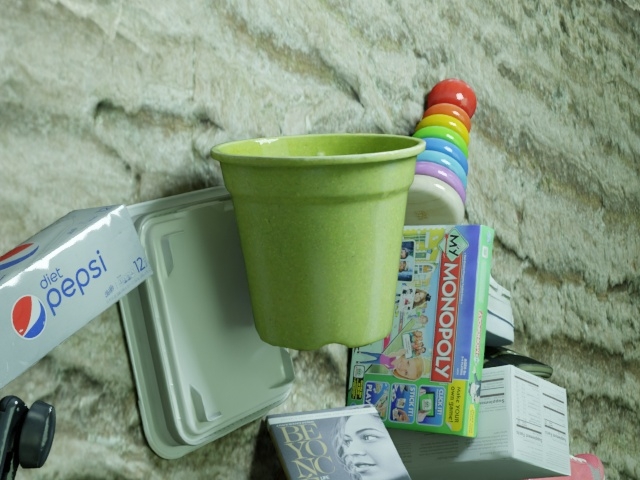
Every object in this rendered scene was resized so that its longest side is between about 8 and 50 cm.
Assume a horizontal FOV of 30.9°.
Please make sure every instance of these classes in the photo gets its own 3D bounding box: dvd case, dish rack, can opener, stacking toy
[{"bbox_3d":[0.031,0.307,1.585,0.165,0.221,0.018,-4,123,-18],"label":"dvd case"},{"bbox_3d":[-0.139,0.099,1.537,0.286,0.072,0.332,-17,97,-53],"label":"dish rack"},{"bbox_3d":[-0.344,0.256,1.236,0.059,0.073,0.186,39,63,-54],"label":"can opener"},{"bbox_3d":[0.212,-0.162,2.021,0.141,0.141,0.330,54,41,-35],"label":"stacking toy"}]

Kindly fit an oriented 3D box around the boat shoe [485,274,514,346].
[{"bbox_3d":[0.249,0.073,2.024,0.367,0.136,0.156,28,63,-52],"label":"boat shoe"}]

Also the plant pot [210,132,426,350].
[{"bbox_3d":[0.000,0.000,1.498,0.276,0.276,0.253,-17,110,-54],"label":"plant pot"}]

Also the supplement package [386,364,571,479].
[{"bbox_3d":[0.236,0.304,1.846,0.204,0.262,0.145,26,59,-49],"label":"supplement package"}]

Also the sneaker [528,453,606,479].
[{"bbox_3d":[0.479,0.461,2.294,0.314,0.116,0.136,-18,97,-54],"label":"sneaker"}]

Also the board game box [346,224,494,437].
[{"bbox_3d":[0.152,0.135,1.786,0.046,0.214,0.317,18,75,-52],"label":"board game box"}]

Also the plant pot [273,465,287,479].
[{"bbox_3d":[0.038,0.387,1.651,0.167,0.165,0.166,14,73,-52],"label":"plant pot"}]

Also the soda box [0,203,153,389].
[{"bbox_3d":[-0.316,0.061,1.276,0.286,0.091,0.098,-42,119,-48],"label":"soda box"}]

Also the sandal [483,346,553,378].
[{"bbox_3d":[0.321,0.254,2.134,0.303,0.120,0.086,-4,112,-51],"label":"sandal"}]
